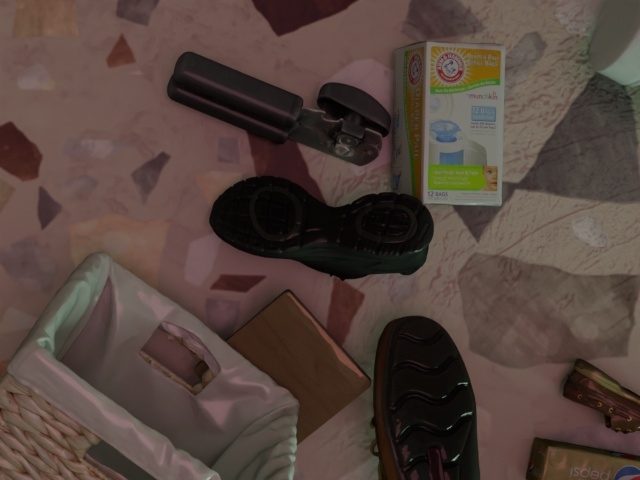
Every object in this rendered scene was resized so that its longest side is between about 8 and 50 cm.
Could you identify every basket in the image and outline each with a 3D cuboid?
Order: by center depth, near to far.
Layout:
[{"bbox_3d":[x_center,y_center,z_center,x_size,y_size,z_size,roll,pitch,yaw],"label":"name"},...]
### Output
[{"bbox_3d":[-0.229,0.241,1.334,0.328,0.331,0.266,38,103,-9],"label":"basket"}]

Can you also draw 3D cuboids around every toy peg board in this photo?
[{"bbox_3d":[-0.045,0.163,1.519,0.160,0.079,0.161,-40,98,11],"label":"toy peg board"}]

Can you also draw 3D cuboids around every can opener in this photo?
[{"bbox_3d":[-0.048,-0.176,1.506,0.283,0.076,0.095,22,57,-9],"label":"can opener"}]

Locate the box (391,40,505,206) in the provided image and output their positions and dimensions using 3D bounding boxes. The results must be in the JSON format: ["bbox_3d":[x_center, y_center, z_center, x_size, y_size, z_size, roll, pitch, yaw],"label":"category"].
[{"bbox_3d":[0.160,-0.147,1.503,0.114,0.103,0.203,1,93,-19],"label":"box"}]

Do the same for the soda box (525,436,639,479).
[{"bbox_3d":[0.373,0.312,1.590,0.181,0.058,0.061,12,91,-10],"label":"soda box"}]

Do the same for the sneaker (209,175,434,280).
[{"bbox_3d":[0.000,0.000,1.490,0.286,0.130,0.109,10,65,12],"label":"sneaker"}]

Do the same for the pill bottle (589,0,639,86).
[{"bbox_3d":[0.562,-0.213,1.507,0.407,0.229,0.229,23,89,-10],"label":"pill bottle"}]

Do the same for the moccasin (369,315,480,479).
[{"bbox_3d":[0.134,0.285,1.494,0.139,0.147,0.380,-12,85,-19],"label":"moccasin"}]

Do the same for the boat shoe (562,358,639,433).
[{"bbox_3d":[0.404,0.228,1.591,0.178,0.064,0.060,33,93,-3],"label":"boat shoe"}]
